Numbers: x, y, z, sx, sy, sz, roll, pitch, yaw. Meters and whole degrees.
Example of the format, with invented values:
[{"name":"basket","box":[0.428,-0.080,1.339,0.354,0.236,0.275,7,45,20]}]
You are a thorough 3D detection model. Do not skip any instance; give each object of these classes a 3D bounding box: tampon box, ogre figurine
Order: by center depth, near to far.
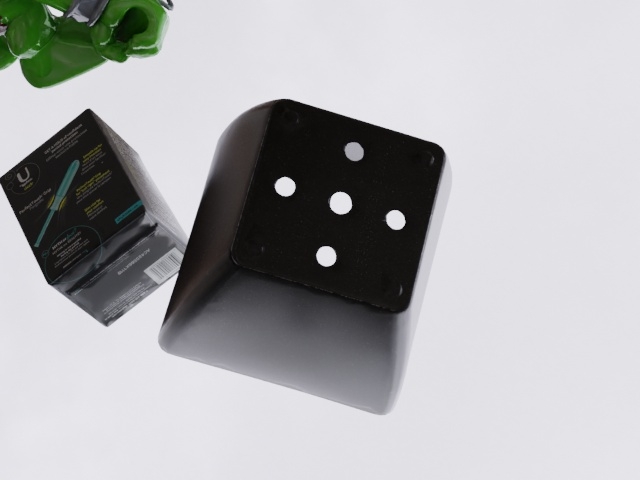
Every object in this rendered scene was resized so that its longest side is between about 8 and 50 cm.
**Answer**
[{"name":"ogre figurine","box":[-0.167,-0.122,0.718,0.097,0.118,0.197,-53,-137,-3]},{"name":"tampon box","box":[-0.219,-0.023,1.534,0.120,0.101,0.161,-37,-128,5]}]

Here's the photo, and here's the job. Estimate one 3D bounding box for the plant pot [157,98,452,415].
[{"name":"plant pot","box":[0.000,0.000,1.131,0.167,0.187,0.188,117,-11,-71]}]
